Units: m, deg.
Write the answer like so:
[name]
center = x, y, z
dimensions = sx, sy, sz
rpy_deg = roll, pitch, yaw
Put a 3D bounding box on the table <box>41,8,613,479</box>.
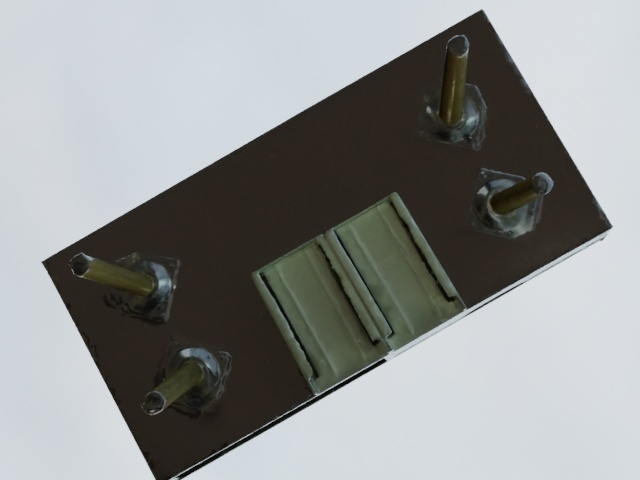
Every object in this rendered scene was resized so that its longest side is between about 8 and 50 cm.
[table]
center = 0.000, 0.000, 0.661
dimensions = 0.121, 0.240, 0.111
rpy_deg = 60, 0, 9
